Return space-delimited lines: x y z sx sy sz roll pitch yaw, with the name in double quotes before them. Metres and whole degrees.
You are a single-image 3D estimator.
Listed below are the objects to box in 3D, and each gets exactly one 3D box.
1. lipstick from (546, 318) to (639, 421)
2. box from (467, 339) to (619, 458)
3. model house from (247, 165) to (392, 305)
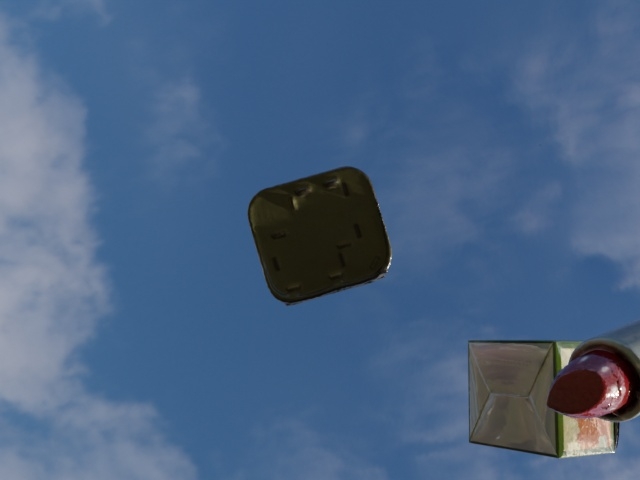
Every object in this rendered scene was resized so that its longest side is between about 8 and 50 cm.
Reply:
"lipstick" 0.179 0.064 0.386 0.057 0.186 0.063 21 -67 45
"box" 0.361 0.252 1.192 0.195 0.148 0.178 -13 -107 58
"model house" 0.000 0.000 1.323 0.218 0.279 0.205 -15 -95 -1
